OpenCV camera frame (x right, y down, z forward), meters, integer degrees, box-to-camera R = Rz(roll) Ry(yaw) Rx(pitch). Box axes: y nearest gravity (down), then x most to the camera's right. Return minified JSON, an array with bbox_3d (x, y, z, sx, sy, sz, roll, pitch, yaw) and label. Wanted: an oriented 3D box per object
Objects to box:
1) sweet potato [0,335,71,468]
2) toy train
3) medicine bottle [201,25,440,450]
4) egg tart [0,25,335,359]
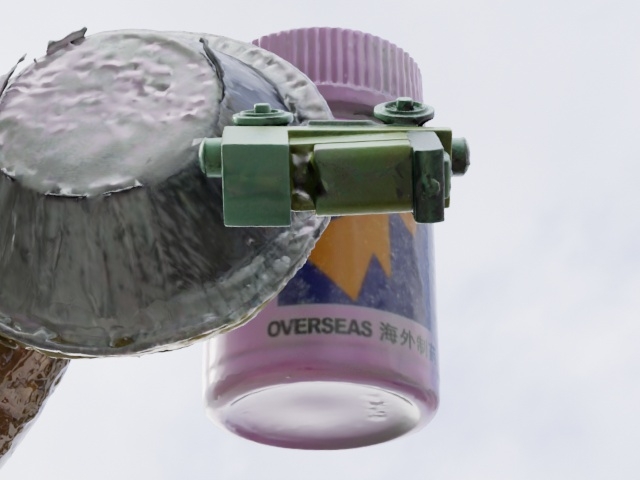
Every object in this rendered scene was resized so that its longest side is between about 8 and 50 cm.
[{"bbox_3d":[-0.231,0.096,0.919,0.337,0.131,0.131,-40,-99,3],"label":"sweet potato"},{"bbox_3d":[0.006,-0.034,0.685,0.122,0.081,0.050,-1,-76,-1],"label":"toy train"},{"bbox_3d":[0.000,0.000,1.200,0.178,0.178,0.290,-16,-120,31],"label":"medicine bottle"},{"bbox_3d":[-0.104,-0.042,0.834,0.234,0.234,0.094,20,-35,23],"label":"egg tart"}]
